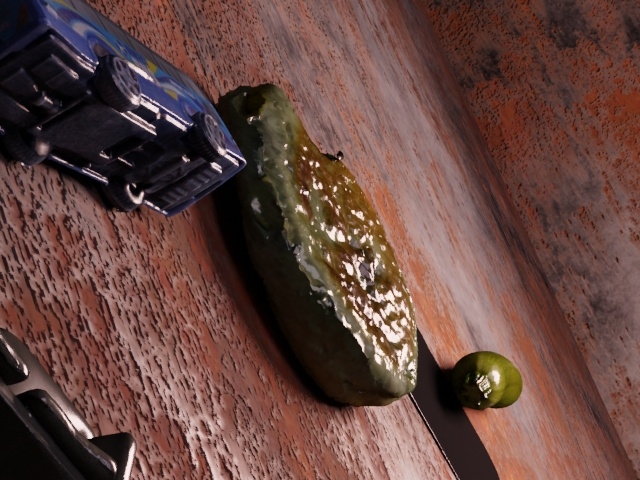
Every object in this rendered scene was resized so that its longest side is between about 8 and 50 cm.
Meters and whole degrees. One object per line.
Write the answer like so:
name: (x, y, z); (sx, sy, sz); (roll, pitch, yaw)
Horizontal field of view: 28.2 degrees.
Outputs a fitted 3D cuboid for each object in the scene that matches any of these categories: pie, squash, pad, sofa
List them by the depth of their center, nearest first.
sofa: (-0.131, 0.051, 0.524); (0.147, 0.060, 0.085); (57, 15, -24)
pie: (0.002, 0.007, 1.071); (0.302, 0.067, 0.302); (56, 17, -26)
pad: (0.135, 0.189, 1.356); (0.267, 0.004, 0.181); (61, 14, -13)
squash: (0.192, 0.162, 1.475); (0.069, 0.069, 0.258); (67, 11, 13)

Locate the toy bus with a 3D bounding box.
toy bus: (-0.127, -0.085, 0.740); (0.094, 0.079, 0.236); (67, 14, 20)
